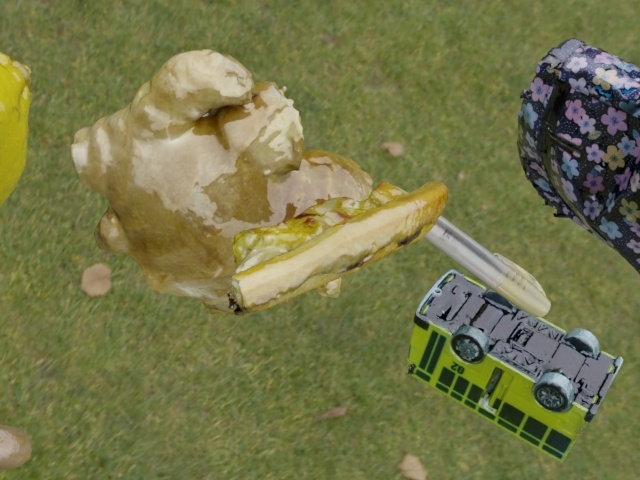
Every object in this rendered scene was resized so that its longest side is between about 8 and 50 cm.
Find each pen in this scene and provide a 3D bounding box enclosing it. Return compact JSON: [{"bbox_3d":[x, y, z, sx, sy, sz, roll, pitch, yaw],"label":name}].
[{"bbox_3d":[0.156,0.009,1.050,0.233,0.032,0.040,37,57,-16],"label":"pen"}]

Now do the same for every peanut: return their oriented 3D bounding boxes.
[{"bbox_3d":[-0.527,0.325,1.575,0.152,0.076,0.076,23,57,-45],"label":"peanut"}]

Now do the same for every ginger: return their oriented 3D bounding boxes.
[{"bbox_3d":[-0.053,-0.023,0.628,0.216,0.157,0.102,42,17,-38],"label":"ginger"}]

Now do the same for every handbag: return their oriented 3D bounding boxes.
[{"bbox_3d":[0.278,-0.076,0.923,0.127,0.228,0.208,-31,48,-13],"label":"handbag"}]

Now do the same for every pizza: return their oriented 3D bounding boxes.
[{"bbox_3d":[0.000,-0.001,0.515,0.160,0.099,0.035,-22,98,-42],"label":"pizza"}]

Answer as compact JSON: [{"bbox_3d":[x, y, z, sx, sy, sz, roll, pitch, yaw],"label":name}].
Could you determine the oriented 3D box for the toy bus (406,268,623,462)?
[{"bbox_3d":[0.248,0.167,1.334,0.262,0.150,0.128,29,44,17],"label":"toy bus"}]

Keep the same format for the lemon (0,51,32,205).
[{"bbox_3d":[-0.479,-0.120,1.142,0.322,0.268,0.268,-19,78,-21],"label":"lemon"}]
